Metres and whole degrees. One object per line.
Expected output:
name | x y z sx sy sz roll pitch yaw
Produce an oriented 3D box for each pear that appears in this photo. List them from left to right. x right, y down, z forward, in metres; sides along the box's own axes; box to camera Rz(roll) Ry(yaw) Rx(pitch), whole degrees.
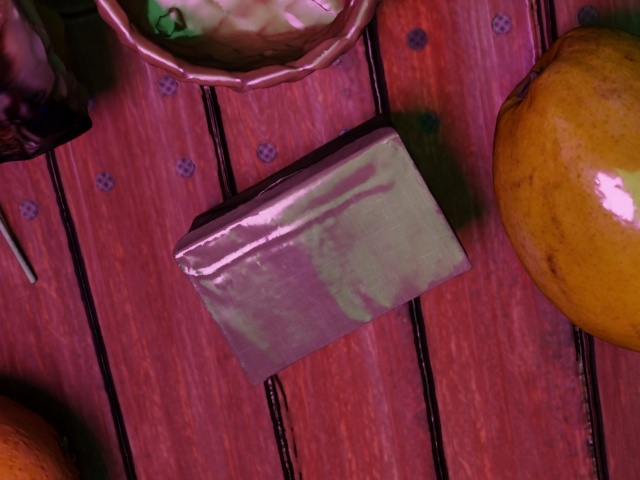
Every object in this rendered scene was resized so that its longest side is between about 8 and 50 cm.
pear | 0.286 -0.038 0.908 0.307 0.253 0.253 44 100 -8

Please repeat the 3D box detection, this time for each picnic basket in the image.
picnic basket | -0.074 -0.285 0.813 0.293 0.337 0.337 -5 104 2

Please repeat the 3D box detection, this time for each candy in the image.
candy | -0.333 -0.043 1.018 0.061 0.061 0.202 -22 111 6

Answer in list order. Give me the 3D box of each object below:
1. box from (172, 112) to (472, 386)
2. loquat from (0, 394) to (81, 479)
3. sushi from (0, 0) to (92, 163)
box | 0.000 0.000 0.970 0.231 0.149 0.155 -30 102 7
loquat | -0.353 0.274 0.987 0.263 0.263 0.263 0 104 0
sushi | -0.380 -0.178 0.842 0.294 0.281 0.299 -23 70 -1
